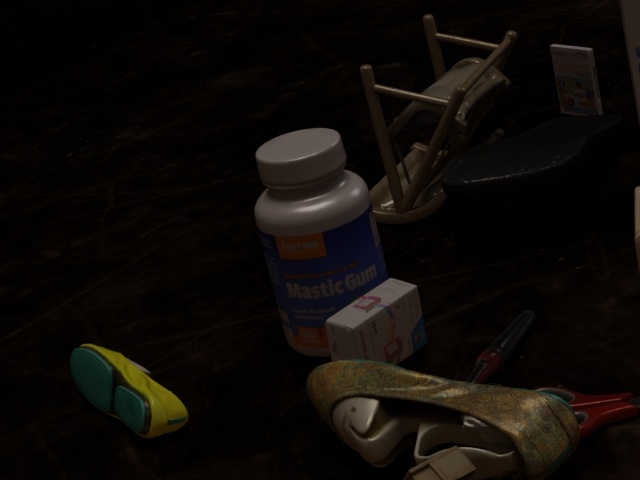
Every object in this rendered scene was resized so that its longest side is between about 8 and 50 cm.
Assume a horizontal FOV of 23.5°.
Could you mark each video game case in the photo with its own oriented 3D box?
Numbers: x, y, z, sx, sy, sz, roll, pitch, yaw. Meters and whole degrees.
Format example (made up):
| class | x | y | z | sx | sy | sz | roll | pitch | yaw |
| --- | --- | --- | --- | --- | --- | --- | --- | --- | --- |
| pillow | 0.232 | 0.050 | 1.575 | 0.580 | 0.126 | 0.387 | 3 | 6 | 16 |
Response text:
| class | x | y | z | sx | sy | sz | roll | pitch | yaw |
| --- | --- | --- | --- | --- | --- | --- | --- | --- | --- |
| video game case | 0.424 | -0.264 | 2.554 | 0.011 | 0.122 | 0.087 | -29 | 28 | -32 |

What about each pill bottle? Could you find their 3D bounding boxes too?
| class | x | y | z | sx | sy | sz | roll | pitch | yaw |
| --- | --- | --- | --- | --- | --- | --- | --- | --- | --- |
| pill bottle | 0.000 | 0.000 | 1.997 | 0.152 | 0.272 | 0.152 | -12 | 23 | 5 |

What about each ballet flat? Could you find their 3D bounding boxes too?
| class | x | y | z | sx | sy | sz | roll | pitch | yaw |
| --- | --- | --- | --- | --- | --- | --- | --- | --- | --- |
| ballet flat | -0.241 | 0.192 | 1.966 | 0.077 | 0.077 | 0.231 | -3 | 17 | -33 |
| ballet flat | 0.109 | 0.205 | 1.684 | 0.349 | 0.123 | 0.123 | 5 | 29 | 34 |

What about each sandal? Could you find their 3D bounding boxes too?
| class | x | y | z | sx | sy | sz | roll | pitch | yaw |
| --- | --- | --- | --- | --- | --- | --- | --- | --- | --- |
| sandal | 0.336 | -0.101 | 2.288 | 0.168 | 0.107 | 0.446 | 3 | 15 | 36 |

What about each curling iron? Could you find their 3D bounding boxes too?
| class | x | y | z | sx | sy | sz | roll | pitch | yaw |
| --- | --- | --- | --- | --- | --- | --- | --- | --- | --- |
| curling iron | 0.216 | 0.152 | 1.842 | 0.068 | 0.035 | 0.274 | 16 | 27 | 14 |

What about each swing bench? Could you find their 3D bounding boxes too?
| class | x | y | z | sx | sy | sz | roll | pitch | yaw |
| --- | --- | --- | --- | --- | --- | --- | --- | --- | --- |
| swing bench | 0.177 | -0.178 | 2.364 | 0.165 | 0.254 | 0.253 | 15 | 33 | 21 |

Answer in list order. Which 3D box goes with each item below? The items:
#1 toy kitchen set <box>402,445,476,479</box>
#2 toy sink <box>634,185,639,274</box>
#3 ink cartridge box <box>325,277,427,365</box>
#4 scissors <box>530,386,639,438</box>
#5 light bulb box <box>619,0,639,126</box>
| class | x | y | z | sx | sy | sz | roll | pitch | yaw |
| --- | --- | --- | --- | --- | --- | --- | --- | --- | --- |
| toy kitchen set | 0.120 | 0.272 | 1.581 | 0.075 | 0.083 | 0.068 | -20 | 59 | -40 |
| toy sink | 0.465 | 0.020 | 1.875 | 0.153 | 0.131 | 0.234 | -7 | 24 | 16 |
| ink cartridge box | 0.070 | 0.115 | 1.928 | 0.122 | 0.088 | 0.052 | -31 | 31 | -34 |
| scissors | 0.353 | 0.187 | 1.705 | 0.297 | 0.021 | 0.109 | -5 | 22 | 16 |
| light bulb box | 0.644 | -0.357 | 2.349 | 0.361 | 0.357 | 0.225 | -8 | 22 | 16 |
